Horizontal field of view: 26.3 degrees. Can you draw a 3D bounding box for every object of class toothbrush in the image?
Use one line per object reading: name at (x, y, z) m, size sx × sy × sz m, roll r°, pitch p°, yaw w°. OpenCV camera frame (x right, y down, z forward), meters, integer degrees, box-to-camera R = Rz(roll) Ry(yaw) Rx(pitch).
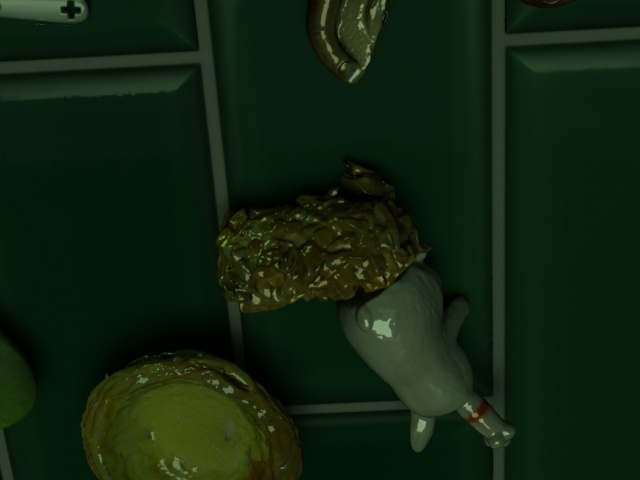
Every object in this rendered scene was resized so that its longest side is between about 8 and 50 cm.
toothbrush at (-0.468, -0.264, 1.520) m, size 0.418 × 0.040 × 0.042 m, roll 3°, pitch 117°, yaw -1°

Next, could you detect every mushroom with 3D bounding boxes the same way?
mushroom at (0.040, -0.278, 1.488) m, size 0.094 × 0.072 × 0.210 m, roll 13°, pitch 115°, yaw -8°

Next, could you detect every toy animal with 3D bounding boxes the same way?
toy animal at (0.126, 0.144, 1.691) m, size 0.140 × 0.138 × 0.282 m, roll -24°, pitch 123°, yaw 22°

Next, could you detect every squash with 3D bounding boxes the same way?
squash at (-0.492, 0.093, 1.677) m, size 0.118 × 0.118 × 0.370 m, roll -35°, pitch 112°, yaw 18°

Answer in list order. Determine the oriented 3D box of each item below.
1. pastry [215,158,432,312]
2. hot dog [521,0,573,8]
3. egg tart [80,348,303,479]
pastry at (0.000, 0.000, 1.611) m, size 0.250 × 0.154 × 0.102 m, roll -13°, pitch 137°, yaw 9°
hot dog at (0.246, -0.360, 1.424) m, size 0.160 × 0.099 × 0.227 m, roll 15°, pitch 117°, yaw -8°
egg tart at (-0.157, 0.246, 1.754) m, size 0.294 × 0.123 × 0.294 m, roll 2°, pitch 121°, yaw 4°
